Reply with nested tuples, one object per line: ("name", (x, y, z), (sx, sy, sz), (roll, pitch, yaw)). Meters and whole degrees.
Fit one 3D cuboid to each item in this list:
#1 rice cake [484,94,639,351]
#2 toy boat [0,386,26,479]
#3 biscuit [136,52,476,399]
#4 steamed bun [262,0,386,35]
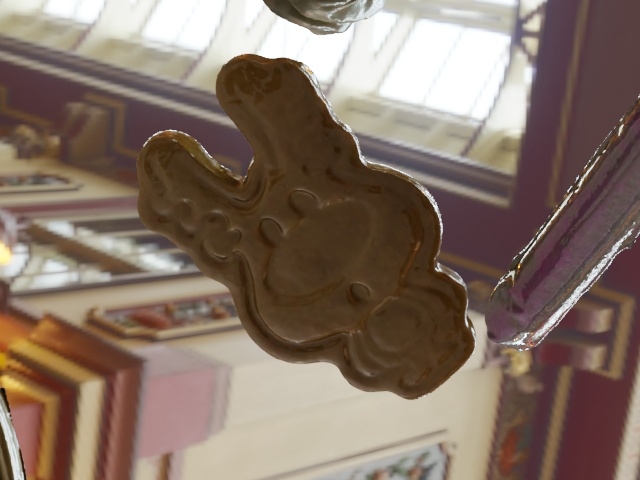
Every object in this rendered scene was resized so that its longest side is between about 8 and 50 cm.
("rice cake", (0.183, -0.027, 0.935), (0.270, 0.055, 0.049), (-56, -159, 36))
("toy boat", (-0.279, 0.200, 1.198), (0.064, 0.072, 0.206), (-20, -105, 23))
("biscuit", (-0.002, 0.003, 0.904), (0.144, 0.040, 0.236), (-40, -80, 22))
("steamed bun", (0.029, -0.251, 1.017), (0.211, 0.144, 0.218), (-116, -144, -52))
